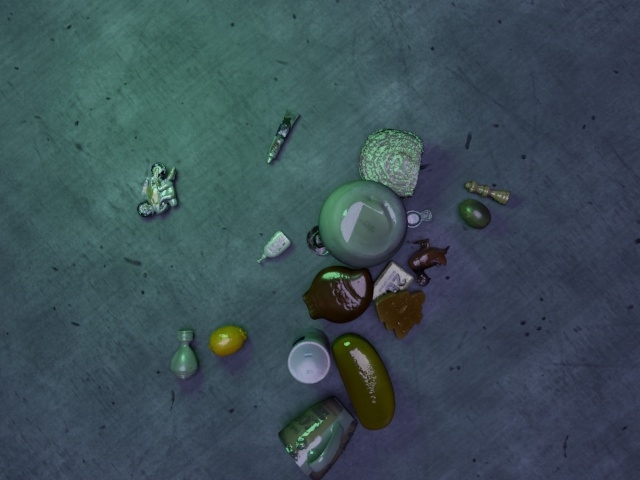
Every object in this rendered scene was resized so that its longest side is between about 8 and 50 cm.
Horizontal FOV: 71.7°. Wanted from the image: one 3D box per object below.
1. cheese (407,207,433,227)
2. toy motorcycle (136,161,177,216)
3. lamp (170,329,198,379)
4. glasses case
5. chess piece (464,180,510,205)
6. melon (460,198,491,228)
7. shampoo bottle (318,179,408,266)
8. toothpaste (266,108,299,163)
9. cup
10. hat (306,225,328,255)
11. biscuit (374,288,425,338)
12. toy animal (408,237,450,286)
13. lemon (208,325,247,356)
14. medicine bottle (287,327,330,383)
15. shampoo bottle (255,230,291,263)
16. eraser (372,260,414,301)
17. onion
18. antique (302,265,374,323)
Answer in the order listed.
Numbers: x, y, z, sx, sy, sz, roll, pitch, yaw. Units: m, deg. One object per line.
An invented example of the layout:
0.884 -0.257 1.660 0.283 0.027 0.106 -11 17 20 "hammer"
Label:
0.381 -0.089 1.753 0.120 0.026 0.067 -13 90 0 "cheese"
-0.628 -0.188 1.743 0.151 0.074 0.229 20 89 -2 "toy motorcycle"
-0.529 0.446 1.731 0.106 0.106 0.193 1 81 1 "lamp"
0.176 0.535 1.699 0.173 0.141 0.371 -22 90 0 "glasses case"
0.650 -0.191 1.739 0.172 0.060 0.060 18 90 3 "chess piece"
0.599 -0.102 1.716 0.130 0.098 0.098 41 90 3 "melon"
0.156 -0.062 1.606 0.322 0.317 0.323 0 86 -7 "shampoo bottle"
-0.158 -0.409 1.756 0.060 0.038 0.233 25 88 -1 "toothpaste"
0.008 0.719 1.630 0.257 0.301 0.227 -45 94 -8 "cup"
0.000 0.000 1.746 0.121 0.050 0.121 0 93 -1 "hat"
0.299 0.270 1.706 0.238 0.041 0.212 23 99 -27 "biscuit"
0.430 0.080 1.725 0.188 0.089 0.179 -12 87 -12 "toy animal"
-0.359 0.388 1.720 0.155 0.114 0.114 -16 90 -11 "lemon"
-0.038 0.419 1.644 0.152 0.254 0.152 0 89 0 "medicine bottle"
-0.190 0.037 1.750 0.152 0.045 0.077 -44 91 -1 "shampoo bottle"
0.272 0.179 1.739 0.117 0.058 0.172 38 91 1 "eraser"
0.279 -0.300 1.723 0.247 0.111 0.250 15 101 23 "onion"
0.075 0.201 1.693 0.278 0.129 0.224 -30 84 11 "antique"
